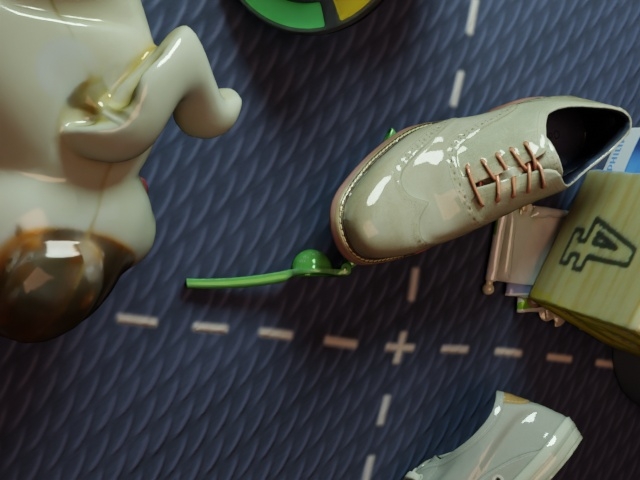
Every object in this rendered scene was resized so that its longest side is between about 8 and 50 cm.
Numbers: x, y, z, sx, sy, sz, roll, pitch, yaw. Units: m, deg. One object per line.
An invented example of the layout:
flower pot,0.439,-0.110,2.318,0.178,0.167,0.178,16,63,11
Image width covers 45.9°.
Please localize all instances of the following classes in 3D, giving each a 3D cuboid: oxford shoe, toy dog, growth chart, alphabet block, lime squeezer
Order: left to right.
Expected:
toy dog,-0.245,-0.119,0.615,0.395,0.285,0.407,-26,121,-50
lime squeezer,0.000,0.000,0.877,0.310,0.059,0.110,-37,110,-13
oxford shoe,0.137,0.365,0.956,0.130,0.169,0.449,43,88,20
oxford shoe,0.189,-0.087,0.870,0.397,0.146,0.140,-29,104,-25
growth chart,0.323,0.031,1.034,0.237,0.021,0.171,13,93,-24
alphabet block,0.424,0.041,0.964,0.192,0.193,0.197,27,86,-24

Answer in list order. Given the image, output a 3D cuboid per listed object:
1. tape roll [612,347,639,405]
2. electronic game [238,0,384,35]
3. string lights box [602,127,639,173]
tape roll,0.542,0.158,1.116,0.219,0.072,0.219,-3,99,-21
electronic game,-0.013,-0.323,0.756,0.048,0.229,0.229,-35,115,-58
string lights box,0.509,-0.085,0.964,0.133,0.260,0.076,26,87,-23
